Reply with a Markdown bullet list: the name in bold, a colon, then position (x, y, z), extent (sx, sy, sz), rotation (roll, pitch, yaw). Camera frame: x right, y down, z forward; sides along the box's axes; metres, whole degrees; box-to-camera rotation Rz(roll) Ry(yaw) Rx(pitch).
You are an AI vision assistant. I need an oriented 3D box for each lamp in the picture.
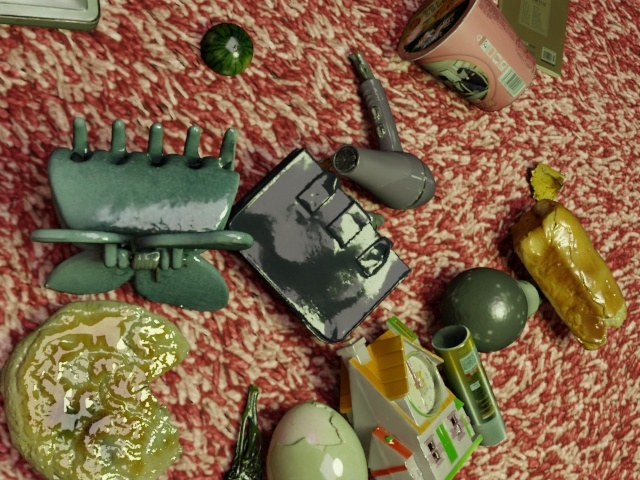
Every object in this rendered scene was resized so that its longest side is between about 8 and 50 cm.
- **lamp**: position (0.373, 0.134, 1.627), extent (0.314, 0.182, 0.182), rotation (-21, 92, -61)
- **lamp**: position (-0.525, -0.504, 1.289), extent (0.266, 0.047, 0.269), rotation (-3, 83, -29)

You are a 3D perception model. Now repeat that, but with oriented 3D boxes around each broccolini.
- **broccolini**: position (-0.128, 0.362, 1.351), extent (0.074, 0.058, 0.201), rotation (12, 77, -33)

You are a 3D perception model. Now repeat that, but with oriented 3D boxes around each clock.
- **clock**: position (0.155, 0.307, 1.428), extent (0.235, 0.166, 0.309), rotation (-26, 90, -53)

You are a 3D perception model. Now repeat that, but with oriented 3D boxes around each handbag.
- **handbag**: position (0.000, 0.000, 1.429), extent (0.269, 0.118, 0.325), rotation (-43, 105, -7)

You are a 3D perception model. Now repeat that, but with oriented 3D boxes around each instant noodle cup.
- **instant noodle cup**: position (0.338, -0.421, 1.657), extent (0.255, 0.244, 0.244), rotation (35, 67, -28)

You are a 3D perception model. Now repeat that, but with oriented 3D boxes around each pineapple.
- **pineapple**: position (0.565, -0.145, 1.805), extent (0.114, 0.077, 0.114), rotation (-26, 99, -42)

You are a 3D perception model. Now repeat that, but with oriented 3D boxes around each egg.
- **egg**: position (-0.009, 0.399, 1.344), extent (0.183, 0.183, 0.217), rotation (0, 69, -28)

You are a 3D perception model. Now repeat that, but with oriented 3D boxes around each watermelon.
- **watermelon**: position (-0.176, -0.375, 1.446), extent (0.105, 0.062, 0.105), rotation (1, 87, -22)

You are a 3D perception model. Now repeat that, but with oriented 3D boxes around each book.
- **book**: position (0.542, -0.590, 1.892), extent (0.217, 0.021, 0.310), rotation (18, 74, -24)

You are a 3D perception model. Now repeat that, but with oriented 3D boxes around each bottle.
- **bottle**: position (0.309, 0.303, 1.534), extent (0.082, 0.082, 0.286), rotation (-41, 121, -27)

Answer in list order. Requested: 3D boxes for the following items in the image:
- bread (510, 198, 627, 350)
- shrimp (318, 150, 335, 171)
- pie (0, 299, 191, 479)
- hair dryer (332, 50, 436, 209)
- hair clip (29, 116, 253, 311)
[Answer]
- **bread**: position (0.575, 0.072, 1.703), extent (0.344, 0.149, 0.195), rotation (53, 20, -11)
- **shrimp**: position (0.007, -0.101, 1.507), extent (0.095, 0.045, 0.162), rotation (36, 73, -20)
- **pie**: position (-0.363, 0.260, 1.233), extent (0.337, 0.075, 0.337), rotation (5, 80, -27)
- **hair dryer**: position (0.103, -0.240, 1.538), extent (0.301, 0.121, 0.361), rotation (14, 55, -53)
- **hair clip**: position (-0.285, -0.049, 1.211), extent (0.318, 0.392, 0.238), rotation (2, 70, -12)
